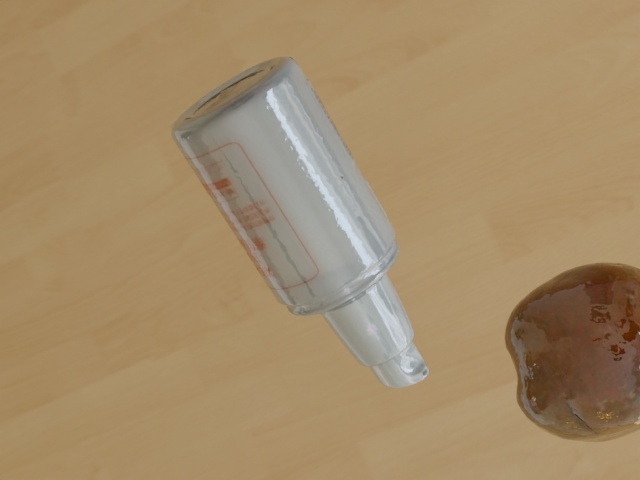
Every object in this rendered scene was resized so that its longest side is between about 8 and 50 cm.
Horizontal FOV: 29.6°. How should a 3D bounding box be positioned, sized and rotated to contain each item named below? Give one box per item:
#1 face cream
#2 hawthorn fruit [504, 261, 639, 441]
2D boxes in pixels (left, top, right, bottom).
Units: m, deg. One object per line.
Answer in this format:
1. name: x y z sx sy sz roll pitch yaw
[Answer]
1. face cream: 0.000 0.000 0.859 0.101 0.101 0.252 -24 108 21
2. hawthorn fruit: 0.434 0.159 1.825 0.301 0.268 0.268 -30 84 47
